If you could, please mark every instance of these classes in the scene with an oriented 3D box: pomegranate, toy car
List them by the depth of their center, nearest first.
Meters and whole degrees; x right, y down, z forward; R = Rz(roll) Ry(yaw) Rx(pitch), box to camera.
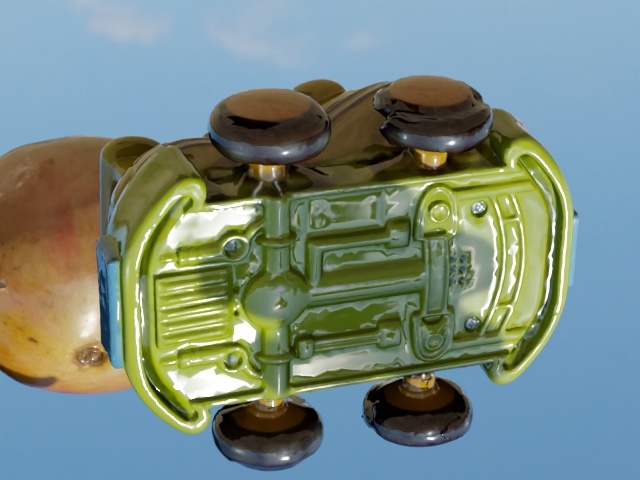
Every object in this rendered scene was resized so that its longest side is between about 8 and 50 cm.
[{"bbox_3d":[0.000,0.000,0.970,0.248,0.200,0.142,-5,-152,-18],"label":"toy car"},{"bbox_3d":[-0.165,0.013,1.298,0.191,0.191,0.191,-2,-161,1],"label":"pomegranate"}]
